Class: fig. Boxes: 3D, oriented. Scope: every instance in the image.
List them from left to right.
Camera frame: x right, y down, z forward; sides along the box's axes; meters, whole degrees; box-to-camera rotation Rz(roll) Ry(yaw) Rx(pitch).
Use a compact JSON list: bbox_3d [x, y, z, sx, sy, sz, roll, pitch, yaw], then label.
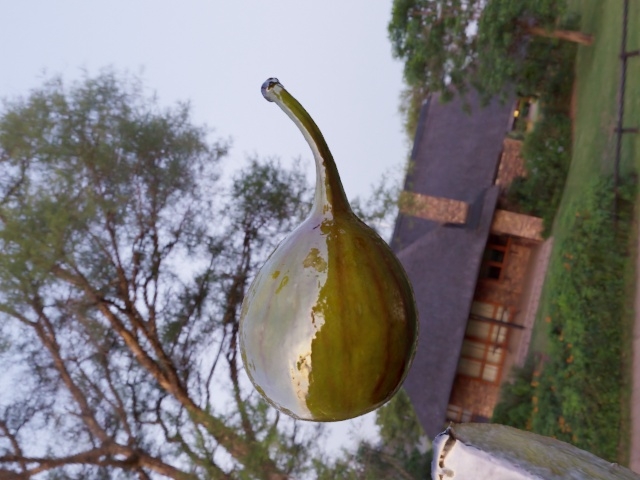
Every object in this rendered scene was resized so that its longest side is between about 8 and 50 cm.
[{"bbox_3d":[0.000,0.000,0.436,0.124,0.124,0.236,28,-125,-77],"label":"fig"}]

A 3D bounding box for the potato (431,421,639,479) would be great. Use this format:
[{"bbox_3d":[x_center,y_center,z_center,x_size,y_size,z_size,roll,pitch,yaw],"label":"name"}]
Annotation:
[{"bbox_3d":[0.200,0.218,0.433,0.100,0.261,0.120,-2,-72,-52],"label":"potato"}]
